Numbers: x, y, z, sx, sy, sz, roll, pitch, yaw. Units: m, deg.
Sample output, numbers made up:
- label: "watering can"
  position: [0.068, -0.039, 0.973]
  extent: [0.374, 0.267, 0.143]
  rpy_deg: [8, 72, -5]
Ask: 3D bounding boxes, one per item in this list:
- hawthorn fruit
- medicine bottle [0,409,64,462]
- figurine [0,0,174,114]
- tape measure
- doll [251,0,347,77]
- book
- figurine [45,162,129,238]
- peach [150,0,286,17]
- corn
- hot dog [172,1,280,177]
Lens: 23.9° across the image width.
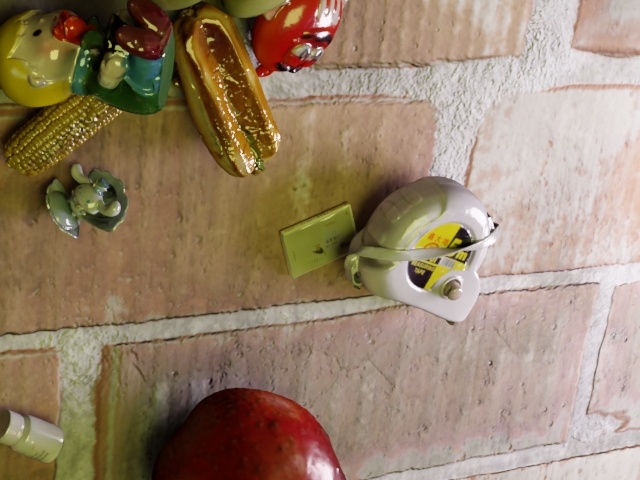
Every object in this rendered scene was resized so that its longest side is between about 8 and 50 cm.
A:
- label: "hawthorn fruit"
  position: [-0.085, 0.352, 2.074]
  extent: [0.265, 0.307, 0.265]
  rpy_deg: [-16, 128, -22]
- label: "medicine bottle"
  position: [-0.389, 0.260, 2.009]
  extent: [0.089, 0.052, 0.052]
  rpy_deg: [29, 98, -37]
- label: "figurine"
  position: [-0.288, -0.219, 1.728]
  extent: [0.234, 0.185, 0.127]
  rpy_deg: [18, 71, 0]
- label: "tape measure"
  position: [0.152, 0.006, 2.147]
  extent: [0.236, 0.120, 0.197]
  rpy_deg: [19, 109, -40]
- label: "doll"
  position: [-0.019, -0.294, 1.903]
  extent: [0.217, 0.085, 0.183]
  rpy_deg: [-56, 154, 9]
- label: "book"
  position: [0.000, 0.000, 2.123]
  extent: [0.111, 0.014, 0.077]
  rpy_deg: [-24, 124, -17]
- label: "figurine"
  position: [-0.291, -0.053, 1.894]
  extent: [0.086, 0.094, 0.082]
  rpy_deg: [-22, 169, 13]
- label: "peach"
  position: [-0.125, -0.398, 1.715]
  extent: [0.292, 0.247, 0.292]
  rpy_deg: [-1, 94, -11]
- label: "corn"
  position: [-0.299, -0.153, 1.841]
  extent: [0.207, 0.068, 0.068]
  rpy_deg: [-38, 127, -7]
- label: "hot dog"
  position: [-0.126, -0.185, 1.923]
  extent: [0.104, 0.076, 0.250]
  rpy_deg: [-39, 127, -22]
